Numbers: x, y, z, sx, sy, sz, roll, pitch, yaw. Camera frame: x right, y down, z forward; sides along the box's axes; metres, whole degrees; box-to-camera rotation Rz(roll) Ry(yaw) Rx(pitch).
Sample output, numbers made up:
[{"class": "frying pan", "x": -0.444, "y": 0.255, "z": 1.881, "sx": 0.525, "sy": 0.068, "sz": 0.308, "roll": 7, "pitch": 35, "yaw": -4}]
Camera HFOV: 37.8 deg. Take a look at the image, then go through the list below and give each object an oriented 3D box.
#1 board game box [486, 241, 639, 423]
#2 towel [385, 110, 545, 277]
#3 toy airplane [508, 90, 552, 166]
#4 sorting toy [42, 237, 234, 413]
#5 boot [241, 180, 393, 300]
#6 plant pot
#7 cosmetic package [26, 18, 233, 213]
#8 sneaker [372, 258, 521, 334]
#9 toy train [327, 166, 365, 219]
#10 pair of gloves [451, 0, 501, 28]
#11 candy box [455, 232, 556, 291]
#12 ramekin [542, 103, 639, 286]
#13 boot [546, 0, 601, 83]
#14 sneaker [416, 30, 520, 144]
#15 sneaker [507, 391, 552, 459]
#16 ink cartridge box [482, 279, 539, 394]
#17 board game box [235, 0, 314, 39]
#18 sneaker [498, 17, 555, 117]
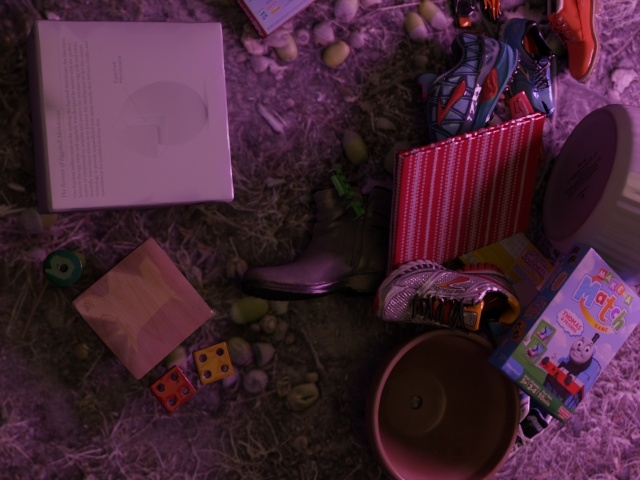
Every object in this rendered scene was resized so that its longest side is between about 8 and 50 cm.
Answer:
[{"class": "board game box", "x": 0.354, "y": 0.132, "z": 1.328, "sx": 0.160, "sy": 0.039, "sz": 0.211, "roll": 40, "pitch": 84, "yaw": -28}, {"class": "towel", "x": 0.205, "y": -0.067, "z": 1.318, "sx": 0.275, "sy": 0.031, "sz": 0.199, "roll": -18, "pitch": 125, "yaw": -31}, {"class": "toy airplane", "x": 0.295, "y": -0.154, "z": 1.429, "sx": 0.151, "sy": 0.028, "sz": 0.151, "roll": -16, "pitch": 124, "yaw": -26}, {"class": "sorting toy", "x": -0.229, "y": 0.095, "z": 1.223, "sx": 0.132, "sy": 0.046, "sz": 0.274, "roll": -42, "pitch": 104, "yaw": -17}, {"class": "boot", "x": 0.000, "y": 0.000, "z": 1.312, "sx": 0.246, "sy": 0.083, "sz": 0.161, "roll": -2, "pitch": 80, "yaw": -24}, {"class": "plant pot", "x": 0.159, "y": 0.242, "z": 1.347, "sx": 0.237, "sy": 0.110, "sz": 0.237, "roll": 0, "pitch": 89, "yaw": -22}, {"class": "cosmetic package", "x": -0.242, "y": -0.151, "z": 1.169, "sx": 0.225, "sy": 0.138, "sz": 0.224, "roll": -4, "pitch": 92, "yaw": -23}, {"class": "sneaker", "x": 0.177, "y": 0.080, "z": 1.288, "sx": 0.225, "sy": 0.092, "sz": 0.088, "roll": -4, "pitch": 123, "yaw": -22}, {"class": "toy train", "x": 0.034, "y": -0.065, "z": 1.295, "sx": 0.024, "sy": 0.017, "sz": 0.083, "roll": -17, "pitch": 74, "yaw": -54}, {"class": "pair of gloves", "x": 0.239, "y": -0.365, "z": 1.433, "sx": 0.083, "sy": 0.010, "sz": 0.074, "roll": -14, "pitch": 96, "yaw": -19}, {"class": "candy box", "x": 0.270, "y": 0.022, "z": 1.436, "sx": 0.206, "sy": 0.027, "sz": 0.105, "roll": 45, "pitch": 74, "yaw": -16}, {"class": "ramekin", "x": 0.436, "y": -0.076, "z": 1.385, "sx": 0.127, "sy": 0.273, "sz": 0.273, "roll": 18, "pitch": 83, "yaw": -10}, {"class": "boot", "x": 0.393, "y": -0.326, "z": 1.474, "sx": 0.085, "sy": 0.059, "sz": 0.158, "roll": 4, "pitch": 80, "yaw": -19}, {"class": "sneaker", "x": 0.187, "y": -0.191, "z": 1.381, "sx": 0.125, "sy": 0.104, "sz": 0.262, "roll": 28, "pitch": 77, "yaw": 0}, {"class": "sneaker", "x": 0.285, "y": 0.285, "z": 1.412, "sx": 0.237, "sy": 0.086, "sz": 0.085, "roll": -44, "pitch": 107, "yaw": -15}, {"class": "ink cartridge box", "x": 0.303, "y": 0.149, "z": 1.398, "sx": 0.092, "sy": 0.090, "sz": 0.143, "roll": -22, "pitch": 107, "yaw": 0}, {"class": "board game box", "x": -0.017, "y": -0.423, "z": 1.320, "sx": 0.281, "sy": 0.027, "sz": 0.145, "roll": -41, "pitch": 106, "yaw": -17}, {"class": "sneaker", "x": 0.324, "y": -0.263, "z": 1.433, "sx": 0.063, "sy": 0.073, "sz": 0.162, "roll": -27, "pitch": 104, "yaw": -20}]
